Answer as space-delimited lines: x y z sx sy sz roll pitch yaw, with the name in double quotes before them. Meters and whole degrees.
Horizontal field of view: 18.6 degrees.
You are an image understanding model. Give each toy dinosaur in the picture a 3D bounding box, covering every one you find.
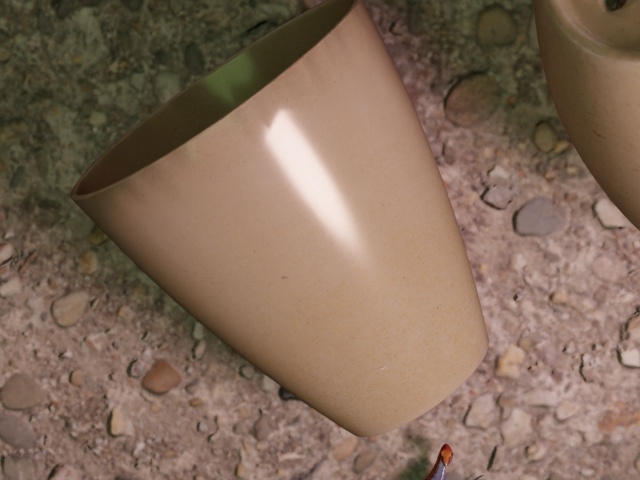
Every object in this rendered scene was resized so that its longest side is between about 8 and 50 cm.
"toy dinosaur" 0.084 0.200 1.528 0.090 0.047 0.082 -3 93 20

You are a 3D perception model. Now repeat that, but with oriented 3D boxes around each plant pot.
"plant pot" 0.000 0.000 1.445 0.256 0.256 0.274 -32 104 19

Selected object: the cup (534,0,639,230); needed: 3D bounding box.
"cup" 0.267 -0.155 1.259 0.331 0.237 0.331 -12 69 33
